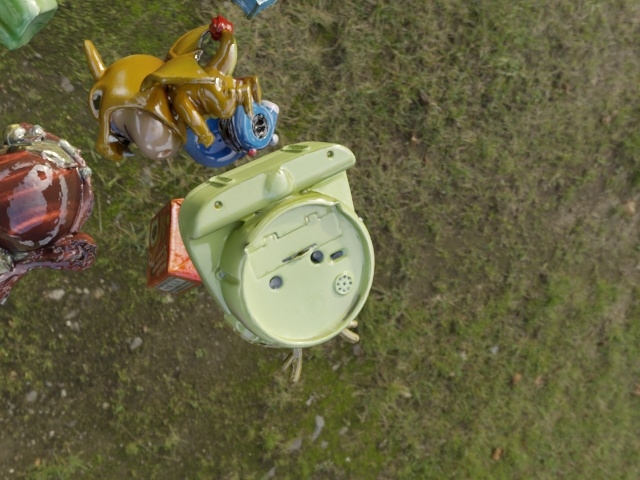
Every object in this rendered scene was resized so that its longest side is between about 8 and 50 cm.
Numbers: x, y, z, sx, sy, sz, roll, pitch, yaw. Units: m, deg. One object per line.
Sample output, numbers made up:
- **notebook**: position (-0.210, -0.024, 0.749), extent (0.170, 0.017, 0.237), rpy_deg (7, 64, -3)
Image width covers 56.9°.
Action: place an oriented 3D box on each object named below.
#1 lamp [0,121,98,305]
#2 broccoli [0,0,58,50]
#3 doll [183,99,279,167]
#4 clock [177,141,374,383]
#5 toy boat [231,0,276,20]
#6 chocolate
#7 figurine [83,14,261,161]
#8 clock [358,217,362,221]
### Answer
- **lamp**: position (-0.413, -0.039, 0.804), extent (0.215, 0.151, 0.223), rpy_deg (-17, 86, -9)
- **broccoli**: position (-0.244, -0.216, 0.378), extent (0.194, 0.219, 0.194), rpy_deg (-2, 109, -7)
- **doll**: position (-0.309, -0.356, 1.899), extent (0.284, 0.310, 0.240), rpy_deg (30, 69, -53)
- **clock**: position (-0.030, 0.039, 0.779), extent (0.235, 0.096, 0.308), rpy_deg (-28, 114, -23)
- **toy boat**: position (-0.118, -0.546, 1.274), extent (0.075, 0.077, 0.185), rpy_deg (44, 60, -14)
- **chocolate**: position (-0.392, 0.017, 1.615), extent (0.108, 0.237, 0.234), rpy_deg (8, 74, -31)
- **figurine**: position (-0.346, -0.363, 1.411), extent (0.387, 0.401, 0.268), rpy_deg (-8, 134, 6)
- **clock**: position (0.000, 0.000, 1.459), extent (0.229, 0.063, 0.155), rpy_deg (-35, 169, -5)
